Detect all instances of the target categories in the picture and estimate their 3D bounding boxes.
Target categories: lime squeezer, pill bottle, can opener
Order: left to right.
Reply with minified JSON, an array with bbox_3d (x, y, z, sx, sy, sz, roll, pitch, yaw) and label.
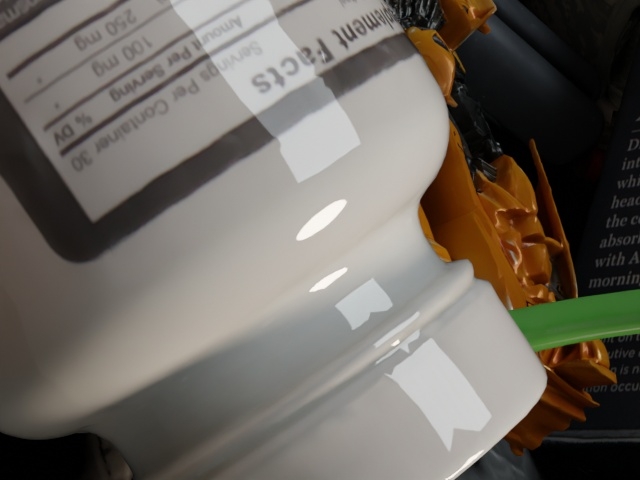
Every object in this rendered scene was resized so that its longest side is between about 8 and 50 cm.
[{"bbox_3d":[-0.072,-0.052,0.536,0.318,0.176,0.176,56,28,-1],"label":"pill bottle"},{"bbox_3d":[0.000,0.000,0.655,0.310,0.110,0.059,28,10,32],"label":"lime squeezer"},{"bbox_3d":[0.067,-0.158,0.955,0.283,0.095,0.076,37,33,-23],"label":"can opener"}]

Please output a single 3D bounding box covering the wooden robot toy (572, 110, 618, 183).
[{"bbox_3d":[0.182,-0.021,1.044,0.076,0.079,0.173,8,19,-8],"label":"wooden robot toy"}]

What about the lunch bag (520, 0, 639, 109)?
[{"bbox_3d":[0.203,-0.211,1.151,0.287,0.169,0.235,16,45,-57],"label":"lunch bag"}]

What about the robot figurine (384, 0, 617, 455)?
[{"bbox_3d":[0.037,-0.053,0.807,0.211,0.085,0.291,26,40,-42],"label":"robot figurine"}]

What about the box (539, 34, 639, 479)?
[{"bbox_3d":[0.319,-0.014,0.918,0.293,0.212,0.395,36,62,-34],"label":"box"}]
